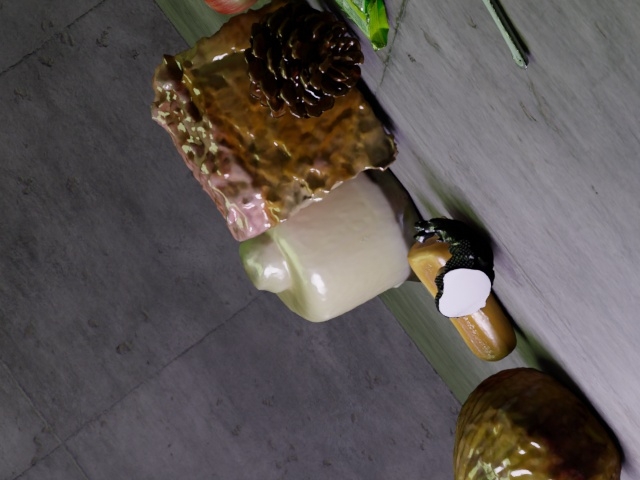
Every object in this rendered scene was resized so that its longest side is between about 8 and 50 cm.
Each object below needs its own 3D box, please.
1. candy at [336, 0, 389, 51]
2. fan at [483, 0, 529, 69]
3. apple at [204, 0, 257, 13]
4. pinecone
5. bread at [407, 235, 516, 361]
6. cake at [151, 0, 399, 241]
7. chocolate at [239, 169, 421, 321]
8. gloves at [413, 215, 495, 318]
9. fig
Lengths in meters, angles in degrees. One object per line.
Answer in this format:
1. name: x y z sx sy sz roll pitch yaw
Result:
1. candy: 0.022 -0.308 1.454 0.178 0.032 0.102 53 172 25
2. fan: 0.123 -0.241 1.068 0.226 0.008 0.152 55 174 -18
3. apple: -0.132 -0.396 1.746 0.146 0.131 0.146 43 -174 -6
4. pinecone: -0.020 -0.243 1.683 0.173 0.174 0.173 53 175 6
5. bread: 0.235 0.090 2.024 0.093 0.074 0.239 -16 118 42
6. cake: -0.088 -0.182 1.928 0.314 0.293 0.307 60 173 -6
7. chocolate: 0.000 0.000 2.233 0.314 0.297 0.326 39 166 51
8. gloves: 0.203 0.018 1.834 0.180 0.106 0.129 -88 -26 -48
9. fig: 0.290 0.388 2.006 0.286 0.369 0.286 49 -175 -6
